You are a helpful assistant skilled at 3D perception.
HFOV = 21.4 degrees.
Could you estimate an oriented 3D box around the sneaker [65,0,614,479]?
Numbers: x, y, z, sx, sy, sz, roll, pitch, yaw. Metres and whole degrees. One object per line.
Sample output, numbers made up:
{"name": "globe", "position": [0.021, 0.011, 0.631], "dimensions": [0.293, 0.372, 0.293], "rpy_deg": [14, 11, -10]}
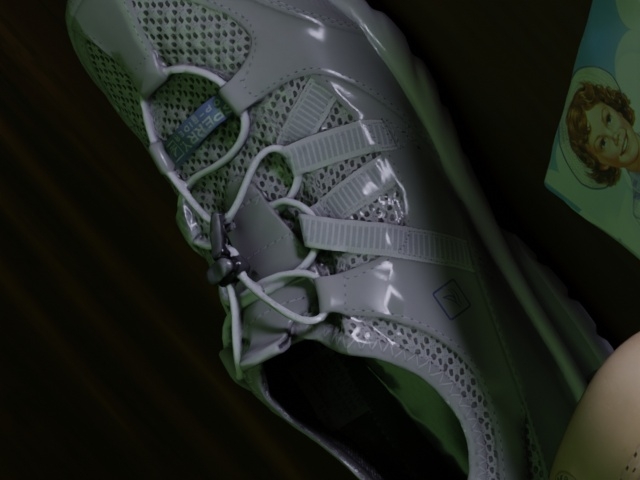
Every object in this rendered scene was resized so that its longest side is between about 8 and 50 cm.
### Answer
{"name": "sneaker", "position": [0.000, 0.000, 0.612], "dimensions": [0.281, 0.115, 0.105], "rpy_deg": [48, 133, 5]}

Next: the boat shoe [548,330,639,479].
{"name": "boat shoe", "position": [0.117, 0.138, 0.573], "dimensions": [0.110, 0.122, 0.341], "rpy_deg": [47, 156, 25]}

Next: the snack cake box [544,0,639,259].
{"name": "snack cake box", "position": [0.163, -0.094, 0.426], "dimensions": [0.152, 0.089, 0.264], "rpy_deg": [40, 135, 36]}
